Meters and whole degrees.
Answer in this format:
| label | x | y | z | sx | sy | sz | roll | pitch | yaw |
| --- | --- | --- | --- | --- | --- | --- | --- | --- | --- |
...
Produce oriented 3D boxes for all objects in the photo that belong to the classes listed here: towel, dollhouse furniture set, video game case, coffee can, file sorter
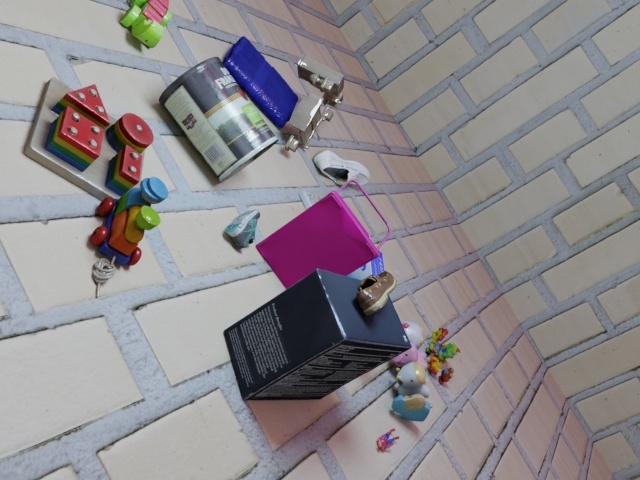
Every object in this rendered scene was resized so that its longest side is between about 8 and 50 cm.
| label | x | y | z | sx | sy | sz | roll | pitch | yaw |
| --- | --- | --- | --- | --- | --- | --- | --- | --- | --- |
| towel | -0.217 | -0.559 | 2.333 | 0.308 | 0.076 | 0.227 | 45 | 34 | -22 |
| dollhouse furniture set | -0.075 | -0.463 | 2.372 | 0.174 | 0.355 | 0.303 | 29 | -9 | 7 |
| video game case | 0.034 | -0.059 | 2.222 | 0.206 | 0.026 | 0.227 | 5 | 55 | -59 |
| coffee can | -0.275 | -0.327 | 1.789 | 0.275 | 0.201 | 0.201 | 54 | 25 | -6 |
| file sorter | 0.017 | -0.003 | 1.793 | 0.202 | 0.291 | 0.182 | 54 | 31 | -4 |

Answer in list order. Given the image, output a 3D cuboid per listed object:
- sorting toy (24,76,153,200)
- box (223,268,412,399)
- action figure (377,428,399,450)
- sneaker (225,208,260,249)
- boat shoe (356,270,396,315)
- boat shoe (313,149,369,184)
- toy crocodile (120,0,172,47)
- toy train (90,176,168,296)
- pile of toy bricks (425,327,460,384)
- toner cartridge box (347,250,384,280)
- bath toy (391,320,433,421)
| label | x | y | z | sx | sy | sz | roll | pitch | yaw |
| --- | --- | --- | --- | --- | --- | --- | --- | --- | --- |
| sorting toy | -0.481 | -0.225 | 1.432 | 0.257 | 0.089 | 0.255 | 35 | 32 | -36 |
| box | -0.003 | 0.225 | 1.502 | 0.296 | 0.294 | 0.182 | 18 | 44 | -53 |
| action figure | 0.180 | 0.537 | 1.766 | 0.115 | 0.030 | 0.038 | -7 | 71 | -60 |
| sneaker | -0.199 | -0.028 | 1.751 | 0.076 | 0.065 | 0.166 | 67 | 25 | -16 |
| boat shoe | 0.122 | 0.102 | 1.450 | 0.060 | 0.064 | 0.178 | 53 | 26 | -5 |
| boat shoe | 0.086 | -0.249 | 2.468 | 0.277 | 0.098 | 0.096 | 16 | 46 | -41 |
| toy crocodile | -0.494 | -0.666 | 1.918 | 0.115 | 0.105 | 0.340 | 40 | 29 | -30 |
| toy train | -0.375 | -0.012 | 1.301 | 0.105 | 0.143 | 0.248 | 37 | 31 | -34 |
| pile of toy bricks | 0.443 | 0.399 | 2.304 | 0.118 | 0.105 | 0.212 | 49 | 26 | -15 |
| toner cartridge box | 0.110 | 0.171 | 1.919 | 0.075 | 0.165 | 0.347 | 41 | 28 | -29 |
| bath toy | 0.262 | 0.376 | 2.001 | 0.129 | 0.151 | 0.348 | 11 | 37 | -7 |
